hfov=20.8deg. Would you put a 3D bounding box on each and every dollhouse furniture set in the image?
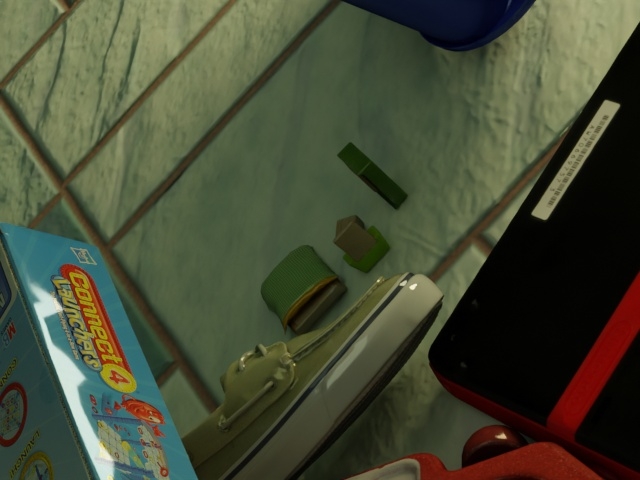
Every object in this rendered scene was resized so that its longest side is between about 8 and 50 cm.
[{"bbox_3d":[0.000,0.000,1.409,0.151,0.058,0.076,-47,41,4],"label":"dollhouse furniture set"}]

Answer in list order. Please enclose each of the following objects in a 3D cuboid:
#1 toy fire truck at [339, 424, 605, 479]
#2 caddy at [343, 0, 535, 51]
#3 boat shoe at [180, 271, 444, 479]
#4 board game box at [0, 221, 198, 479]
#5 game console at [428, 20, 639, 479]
[{"bbox_3d":[0.063,0.220,1.123,0.302,0.169,0.254,-23,29,14],"label":"toy fire truck"},{"bbox_3d":[0.101,-0.316,1.462,0.241,0.179,0.341,-54,36,32],"label":"caddy"},{"bbox_3d":[-0.035,0.126,1.295,0.094,0.109,0.302,44,97,9],"label":"boat shoe"},{"bbox_3d":[-0.214,0.202,1.183,0.308,0.086,0.302,-54,42,25],"label":"board game box"},{"bbox_3d":[0.279,-0.011,1.183,0.386,0.060,0.342,-56,36,-7],"label":"game console"}]
